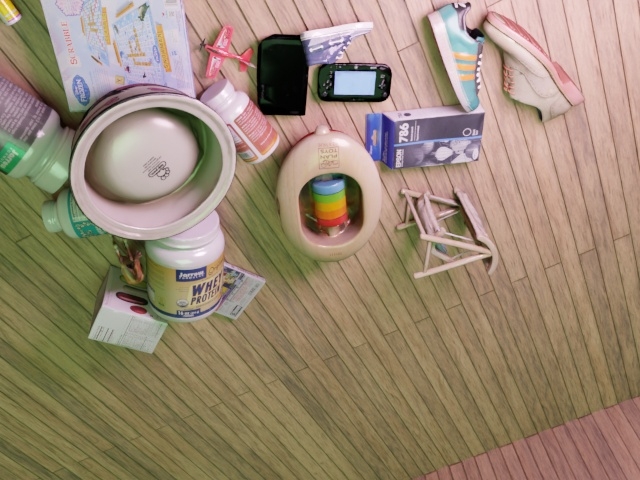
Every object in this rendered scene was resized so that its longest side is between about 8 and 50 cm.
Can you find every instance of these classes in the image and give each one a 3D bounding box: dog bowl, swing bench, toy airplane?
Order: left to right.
[{"bbox_3d":[-0.426,-0.206,1.581,0.407,0.150,0.408,-18,132,-21],"label":"dog bowl"},{"bbox_3d":[-0.233,-0.474,1.609,0.151,0.028,0.151,-4,130,-5],"label":"toy airplane"},{"bbox_3d":[0.384,-0.031,1.914,0.254,0.253,0.165,-4,128,-7],"label":"swing bench"}]

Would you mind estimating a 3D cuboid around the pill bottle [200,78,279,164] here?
[{"bbox_3d":[-0.215,-0.315,1.677,0.121,0.121,0.216,-30,126,14],"label":"pill bottle"}]

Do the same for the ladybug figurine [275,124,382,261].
[{"bbox_3d":[0.020,-0.140,1.827,0.305,0.162,0.450,-5,129,-4],"label":"ladybug figurine"}]

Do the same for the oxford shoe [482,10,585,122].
[{"bbox_3d":[0.544,-0.447,1.688,0.397,0.141,0.146,33,122,-28],"label":"oxford shoe"}]

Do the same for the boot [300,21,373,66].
[{"bbox_3d":[0.045,-0.492,1.588,0.189,0.069,0.086,-13,107,-10],"label":"boot"}]

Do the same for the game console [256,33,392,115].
[{"bbox_3d":[0.013,-0.432,1.672,0.361,0.044,0.213,-1,128,-9],"label":"game console"}]

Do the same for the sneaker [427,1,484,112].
[{"bbox_3d":[0.382,-0.475,1.656,0.121,0.108,0.302,-21,127,13],"label":"sneaker"}]

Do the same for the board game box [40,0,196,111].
[{"bbox_3d":[-0.481,-0.477,1.542,0.317,0.066,0.319,-4,129,-6],"label":"board game box"}]

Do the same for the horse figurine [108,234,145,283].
[{"bbox_3d":[-0.561,0.063,1.861,0.066,0.263,0.175,-27,111,-18],"label":"horse figurine"}]

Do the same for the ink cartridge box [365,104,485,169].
[{"bbox_3d":[0.296,-0.294,1.815,0.332,0.065,0.165,-6,129,-3],"label":"ink cartridge box"}]

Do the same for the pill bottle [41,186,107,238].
[{"bbox_3d":[-0.632,-0.086,1.777,0.264,0.146,0.146,-9,129,-1],"label":"pill bottle"}]

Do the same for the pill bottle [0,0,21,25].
[{"bbox_3d":[-0.735,-0.543,1.463,0.043,0.043,0.083,-22,128,9],"label":"pill bottle"}]

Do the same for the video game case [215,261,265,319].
[{"bbox_3d":[-0.312,0.166,2.107,0.183,0.023,0.201,25,121,-26],"label":"video game case"}]

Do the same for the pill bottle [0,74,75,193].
[{"bbox_3d":[-0.780,-0.282,1.559,0.361,0.204,0.204,35,116,-30],"label":"pill bottle"}]

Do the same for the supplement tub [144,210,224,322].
[{"bbox_3d":[-0.401,0.062,1.878,0.228,0.228,0.316,1,128,-10],"label":"supplement tub"}]

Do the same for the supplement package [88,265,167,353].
[{"bbox_3d":[-0.595,0.216,1.990,0.203,0.194,0.149,19,122,-23],"label":"supplement package"}]
